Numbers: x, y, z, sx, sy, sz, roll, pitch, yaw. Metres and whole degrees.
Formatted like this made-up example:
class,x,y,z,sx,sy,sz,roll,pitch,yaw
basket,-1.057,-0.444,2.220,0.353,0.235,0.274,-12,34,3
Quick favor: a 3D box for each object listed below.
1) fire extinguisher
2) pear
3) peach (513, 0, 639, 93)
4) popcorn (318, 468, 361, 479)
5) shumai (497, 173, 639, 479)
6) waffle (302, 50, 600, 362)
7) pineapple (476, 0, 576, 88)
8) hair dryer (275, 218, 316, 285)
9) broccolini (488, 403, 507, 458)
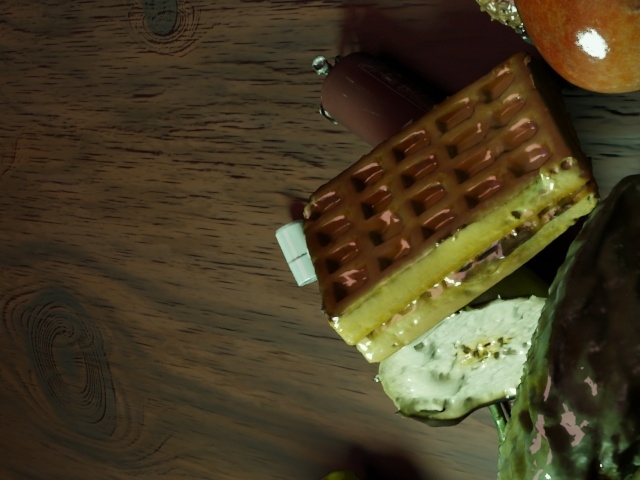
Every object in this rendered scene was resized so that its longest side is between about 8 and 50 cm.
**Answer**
class,x,y,z,sx,sy,sz,roll,pitch,yaw
fire extinguisher,0.081,-0.153,2.066,0.269,0.105,0.105,37,134,38
pear,0.169,0.074,1.983,0.267,0.267,0.178,121,145,-48
peach,0.291,-0.257,1.591,0.252,0.252,0.252,28,128,44
popcorn,0.047,0.488,2.259,0.334,0.292,0.293,36,129,32
shumai,0.362,0.151,1.693,0.323,0.397,0.324,18,147,14
waffle,0.136,-0.039,1.850,0.327,0.098,0.224,-35,40,17
pineapple,0.230,-0.247,1.809,0.198,0.108,0.108,54,143,10
hair dryer,0.000,0.000,2.292,0.137,0.047,0.082,-32,80,49
broccolini,0.213,0.218,2.103,0.071,0.057,0.254,-27,87,12
